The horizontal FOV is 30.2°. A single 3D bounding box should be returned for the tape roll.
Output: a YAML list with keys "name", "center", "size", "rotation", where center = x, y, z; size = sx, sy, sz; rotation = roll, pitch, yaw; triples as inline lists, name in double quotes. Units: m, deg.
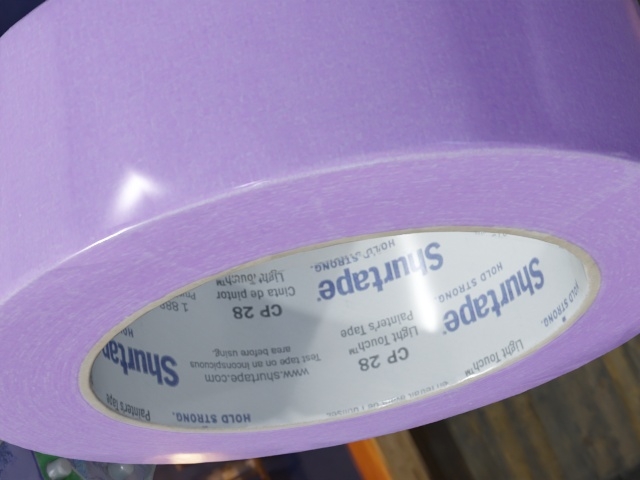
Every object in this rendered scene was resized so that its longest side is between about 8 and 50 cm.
- name: "tape roll"
  center: [0.000, 0.000, 0.446]
  size: [0.275, 0.274, 0.090]
  rotation: [84, 173, -66]

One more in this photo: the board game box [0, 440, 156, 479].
- name: "board game box"
  center: [-0.235, 0.006, 0.838]
  size: [0.390, 0.050, 0.390]
  rotation: [44, -151, -25]
